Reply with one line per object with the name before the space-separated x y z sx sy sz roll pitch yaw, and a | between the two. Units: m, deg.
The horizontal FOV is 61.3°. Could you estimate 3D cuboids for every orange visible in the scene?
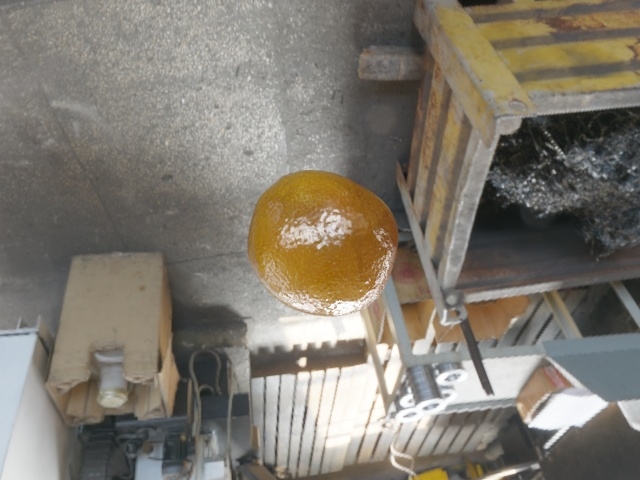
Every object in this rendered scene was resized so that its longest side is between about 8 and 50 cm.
orange | 0.000 0.000 0.910 0.265 0.264 0.264 -6 139 -6
